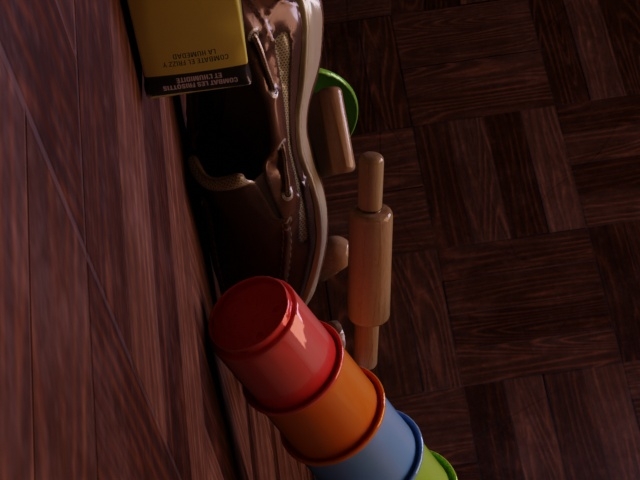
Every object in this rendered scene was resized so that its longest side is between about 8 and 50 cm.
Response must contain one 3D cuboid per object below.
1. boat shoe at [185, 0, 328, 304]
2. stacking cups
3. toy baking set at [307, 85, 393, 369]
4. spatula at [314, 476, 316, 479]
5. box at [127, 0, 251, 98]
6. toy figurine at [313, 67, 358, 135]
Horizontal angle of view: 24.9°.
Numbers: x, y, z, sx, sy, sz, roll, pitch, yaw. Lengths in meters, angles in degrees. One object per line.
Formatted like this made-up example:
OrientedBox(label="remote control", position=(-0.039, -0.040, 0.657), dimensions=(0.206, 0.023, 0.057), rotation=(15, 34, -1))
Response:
OrientedBox(label="boat shoe", position=(-0.056, -0.051, 0.964), dimensions=(0.095, 0.095, 0.257), rotation=(-34, 129, -53))
OrientedBox(label="stacking cups", position=(0.016, 0.138, 1.016), dimensions=(0.316, 0.096, 0.096), rotation=(52, 20, -40))
OrientedBox(label="toy baking set", position=(0.003, 0.001, 1.060), dimensions=(0.197, 0.030, 0.256), rotation=(-138, -138, -59))
OrientedBox(label="spatula", position=(-0.012, 0.148, 1.210), dimensions=(0.030, 0.084, 0.296), rotation=(100, -28, -56))
OrientedBox(label="box", position=(-0.078, -0.187, 0.692), dimensions=(0.087, 0.058, 0.232), rotation=(-98, -179, -49))
OrientedBox(label="toy figurine", position=(-0.056, -0.139, 1.299), dimensions=(0.173, 0.130, 0.159), rotation=(112, -32, -43))
